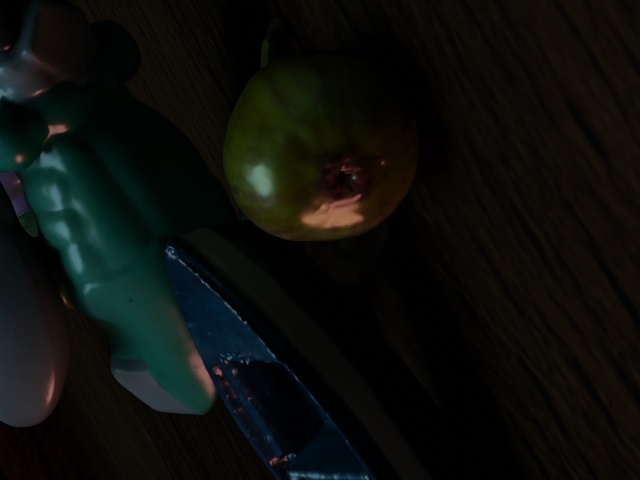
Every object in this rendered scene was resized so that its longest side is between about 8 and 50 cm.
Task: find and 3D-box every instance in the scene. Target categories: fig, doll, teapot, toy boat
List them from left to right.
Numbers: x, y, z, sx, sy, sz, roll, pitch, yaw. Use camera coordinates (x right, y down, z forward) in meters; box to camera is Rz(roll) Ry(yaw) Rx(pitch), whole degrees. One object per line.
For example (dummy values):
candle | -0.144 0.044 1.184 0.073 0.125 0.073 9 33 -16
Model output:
doll | -0.119 -0.030 0.852 0.153 0.195 0.258 1 99 46
teapot | 0.000 0.000 0.822 0.064 0.064 0.083 22 133 53
fig | 0.003 -0.055 0.747 0.166 0.093 0.093 -79 -32 -72
toy boat | 0.021 0.105 0.806 0.299 0.062 0.096 55 152 -18

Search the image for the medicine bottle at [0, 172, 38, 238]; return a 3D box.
medicine bottle | -0.275 -0.104 1.342 0.274 0.133 0.133 60 163 5
